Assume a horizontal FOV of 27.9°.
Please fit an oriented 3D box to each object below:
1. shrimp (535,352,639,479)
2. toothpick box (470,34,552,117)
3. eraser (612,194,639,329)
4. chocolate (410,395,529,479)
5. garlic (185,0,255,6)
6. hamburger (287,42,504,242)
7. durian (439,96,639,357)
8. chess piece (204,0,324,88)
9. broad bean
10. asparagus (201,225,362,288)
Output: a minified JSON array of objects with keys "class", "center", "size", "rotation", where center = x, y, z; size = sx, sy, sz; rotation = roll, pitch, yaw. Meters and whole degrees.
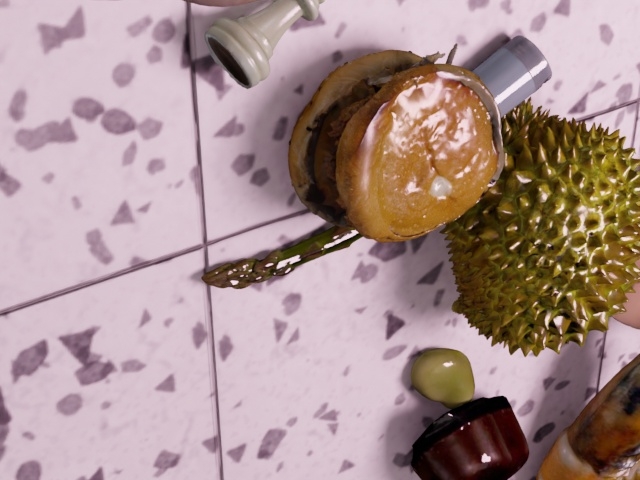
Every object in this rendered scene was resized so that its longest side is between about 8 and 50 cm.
[{"class":"shrimp","center":[0.401,0.194,1.479],"size":[0.272,0.085,0.445],"rotation":[-12,142,-28]},{"class":"toothpick box","center":[0.162,-0.142,1.167],"size":[0.083,0.052,0.052],"rotation":[-38,134,-7]},{"class":"eraser","center":[0.419,-0.042,1.401],"size":[0.171,0.087,0.290],"rotation":[4,117,-40]},{"class":"chocolate","center":[0.157,0.233,1.366],"size":[0.125,0.080,0.149],"rotation":[-44,157,20]},{"class":"garlic","center":[-0.072,-0.287,0.770],"size":[0.322,0.241,0.322],"rotation":[-13,133,-14]},{"class":"hamburger","center":[0.066,-0.088,1.101],"size":[0.177,0.113,0.185],"rotation":[22,96,-37]},{"class":"durian","center":[0.216,-0.006,1.217],"size":[0.200,0.177,0.236],"rotation":[-35,130,-52]},{"class":"chess piece","center":[-0.020,-0.185,1.008],"size":[0.149,0.059,0.059],"rotation":[-42,135,-14]},{"class":"broad bean","center":[0.130,0.142,1.342],"size":[0.063,0.045,0.083],"rotation":[-40,128,11]},{"class":"asparagus","center":[0.000,0.000,1.160],"size":[0.236,0.027,0.034],"rotation":[-24,125,-21]}]
